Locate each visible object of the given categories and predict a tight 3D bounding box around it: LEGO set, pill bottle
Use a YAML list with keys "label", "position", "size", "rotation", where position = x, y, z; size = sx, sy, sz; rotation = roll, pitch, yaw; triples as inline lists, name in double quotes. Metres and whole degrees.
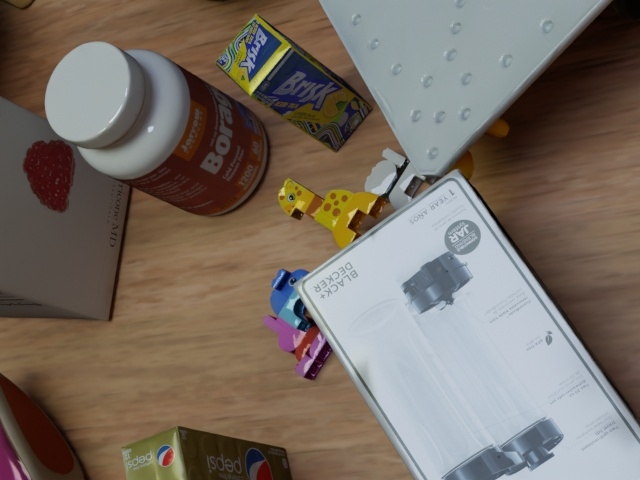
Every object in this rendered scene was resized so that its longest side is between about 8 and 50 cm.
- label: "LEGO set"
  position: [0.000, 0.000, 1.142]
  size: [0.093, 0.087, 0.227]
  rotation: [33, 93, 30]
- label: "pill bottle"
  position: [-0.150, -0.104, 1.174]
  size: [0.121, 0.216, 0.121]
  rotation: [-7, 74, 27]

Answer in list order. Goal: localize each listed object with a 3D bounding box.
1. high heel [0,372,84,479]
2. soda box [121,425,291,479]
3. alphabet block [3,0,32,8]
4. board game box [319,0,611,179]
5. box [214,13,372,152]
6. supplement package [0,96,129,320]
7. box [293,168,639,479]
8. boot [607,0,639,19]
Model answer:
- label: "high heel"
  position: [-0.296, 0.304, 1.192]
  size: [0.181, 0.127, 0.377]
  rotation: [-35, 65, 7]
- label: "soda box"
  position: [-0.091, 0.205, 1.080]
  size: [0.058, 0.181, 0.061]
  rotation: [-23, 66, 21]
- label: "alphabet block"
  position: [-0.403, -0.400, 1.400]
  size: [0.192, 0.197, 0.193]
  rotation: [29, 91, 32]
- label: "board game box"
  position: [0.153, -0.306, 1.071]
  size: [0.390, 0.050, 0.390]
  rotation: [-47, 47, 25]
- label: "box"
  position: [-0.021, -0.139, 1.141]
  size: [0.059, 0.169, 0.054]
  rotation: [-50, 61, 8]
- label: "supplement package"
  position: [-0.342, -0.036, 1.214]
  size: [0.175, 0.293, 0.177]
  rotation: [1, 77, 29]
- label: "box"
  position: [0.128, 0.111, 1.003]
  size: [0.169, 0.087, 0.290]
  rotation: [-37, 74, 8]
- label: "boot"
  position: [0.228, -0.321, 1.107]
  size: [0.229, 0.091, 0.263]
  rotation: [30, 85, 39]
